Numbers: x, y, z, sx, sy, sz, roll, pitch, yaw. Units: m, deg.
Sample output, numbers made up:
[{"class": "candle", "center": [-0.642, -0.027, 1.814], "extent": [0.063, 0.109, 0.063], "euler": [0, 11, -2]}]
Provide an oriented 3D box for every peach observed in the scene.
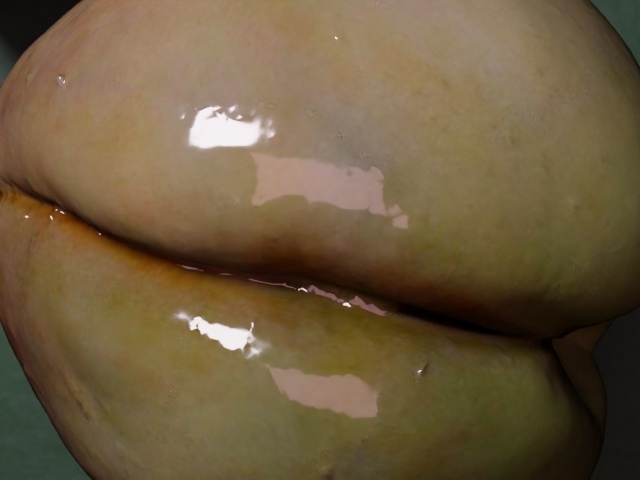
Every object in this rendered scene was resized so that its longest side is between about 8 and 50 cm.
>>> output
[{"class": "peach", "center": [0.000, 0.001, 0.810], "extent": [0.292, 0.247, 0.292], "euler": [7, 108, 24]}]
